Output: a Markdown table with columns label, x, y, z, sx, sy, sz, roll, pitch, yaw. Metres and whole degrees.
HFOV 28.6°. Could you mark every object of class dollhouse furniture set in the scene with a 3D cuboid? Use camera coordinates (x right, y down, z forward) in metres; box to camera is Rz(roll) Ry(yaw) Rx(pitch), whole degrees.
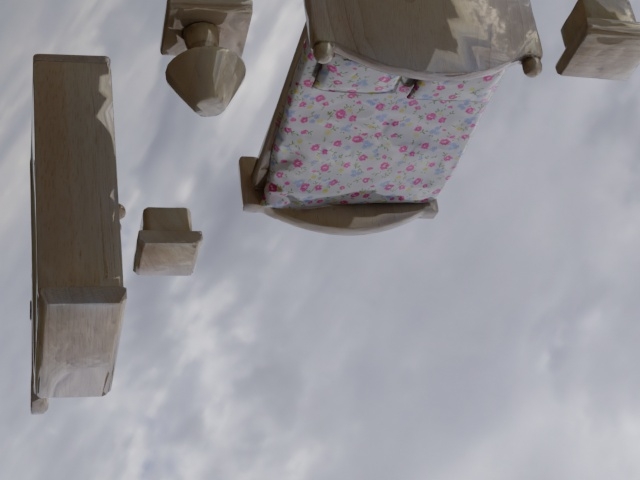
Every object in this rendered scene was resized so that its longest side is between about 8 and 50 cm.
| label | x | y | z | sx | sy | sz | roll | pitch | yaw |
| --- | --- | --- | --- | --- | --- | --- | --- | --- | --- |
| dollhouse furniture set | 0.000 | 0.000 | 0.788 | 0.303 | 0.355 | 0.174 | 113 | -27 | -56 |
